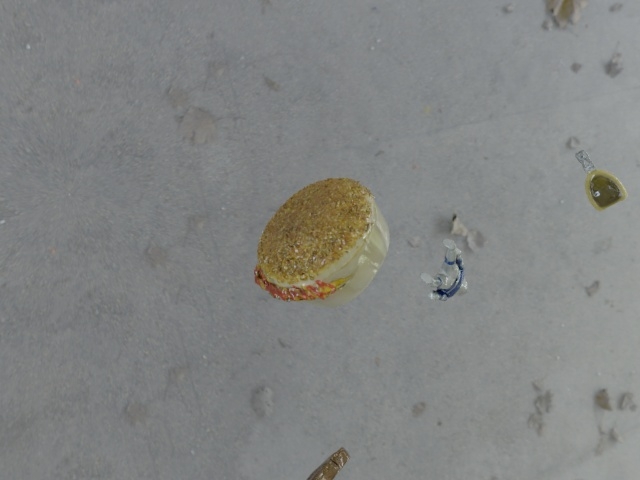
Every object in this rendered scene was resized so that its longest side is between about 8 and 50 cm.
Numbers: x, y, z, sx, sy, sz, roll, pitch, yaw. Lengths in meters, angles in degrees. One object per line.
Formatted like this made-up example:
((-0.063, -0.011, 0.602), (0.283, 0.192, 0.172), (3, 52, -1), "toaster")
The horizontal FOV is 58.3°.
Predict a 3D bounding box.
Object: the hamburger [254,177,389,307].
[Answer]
((0.000, 0.000, 1.180), (0.179, 0.276, 0.294), (41, 70, -37), "hamburger")

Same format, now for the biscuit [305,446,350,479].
((-0.027, 0.413, 0.915), (0.034, 0.215, 0.182), (38, 100, 15), "biscuit")

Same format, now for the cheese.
((0.709, -0.161, 1.475), (0.162, 0.086, 0.036), (60, 33, 3), "cheese")

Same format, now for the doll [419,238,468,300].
((0.253, 0.075, 1.154), (0.114, 0.057, 0.227), (-61, 149, -6), "doll")
